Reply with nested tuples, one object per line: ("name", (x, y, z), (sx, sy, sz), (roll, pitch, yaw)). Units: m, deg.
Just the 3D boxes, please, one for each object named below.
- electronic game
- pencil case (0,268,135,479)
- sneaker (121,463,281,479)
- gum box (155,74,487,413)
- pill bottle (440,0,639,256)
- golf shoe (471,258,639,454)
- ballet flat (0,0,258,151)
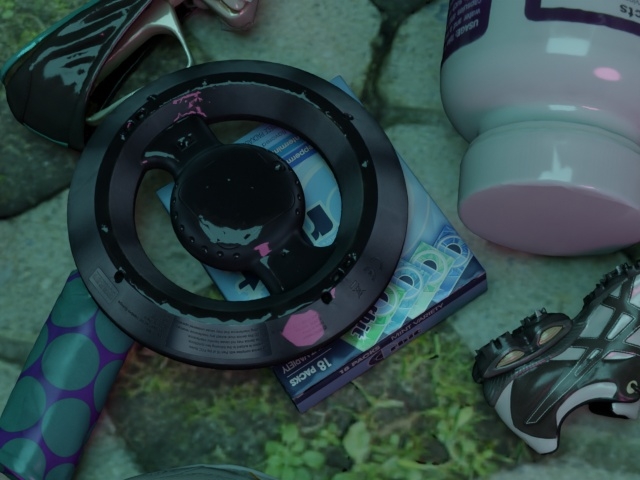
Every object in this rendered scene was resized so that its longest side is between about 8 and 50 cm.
("electronic game", (-0.055, -0.022, 1.063), (0.229, 0.048, 0.229), (0, 64, 0))
("pencil case", (-0.170, 0.098, 1.064), (0.064, 0.070, 0.152), (20, 72, 12))
("sneaker", (-0.023, 0.185, 0.984), (0.262, 0.121, 0.099), (8, 69, 10))
("gum box", (0.000, 0.000, 1.097), (0.157, 0.041, 0.184), (-33, 67, -6))
("pill bottle", (0.170, -0.150, 1.067), (0.169, 0.169, 0.302), (6, 69, 9))
("golf shoe", (0.200, 0.066, 1.036), (0.198, 0.077, 0.094), (-31, 79, 2))
("ballet flat", (-0.107, -0.171, 1.159), (0.280, 0.095, 0.096), (-44, 79, 0))
